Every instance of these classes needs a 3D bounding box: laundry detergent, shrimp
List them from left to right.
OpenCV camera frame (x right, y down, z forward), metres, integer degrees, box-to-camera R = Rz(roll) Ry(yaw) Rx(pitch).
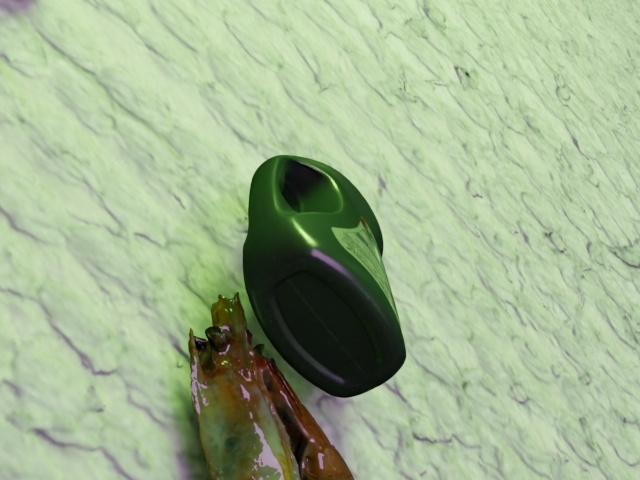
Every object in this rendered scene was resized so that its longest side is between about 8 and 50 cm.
[{"bbox_3d":[-0.026,0.134,0.702,0.115,0.051,0.217,0,63,-58],"label":"shrimp"},{"bbox_3d":[0.000,0.000,0.789,0.144,0.078,0.222,51,17,-25],"label":"laundry detergent"}]
